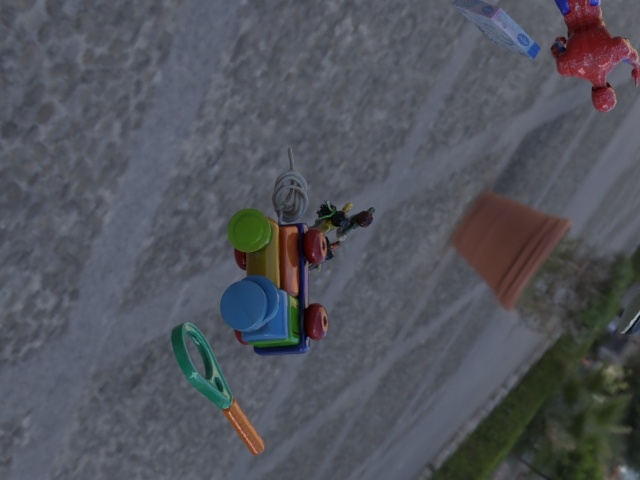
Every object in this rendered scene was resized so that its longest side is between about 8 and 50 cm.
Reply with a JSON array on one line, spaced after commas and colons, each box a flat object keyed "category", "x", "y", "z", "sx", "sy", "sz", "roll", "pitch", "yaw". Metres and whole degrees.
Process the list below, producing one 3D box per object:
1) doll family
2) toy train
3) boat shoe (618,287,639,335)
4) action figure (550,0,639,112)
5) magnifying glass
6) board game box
[{"category": "doll family", "x": 0.000, "y": 0.000, "z": 1.564, "sx": 0.193, "sy": 0.076, "sz": 0.111, "roll": -48, "pitch": -170, "yaw": -21}, {"category": "toy train", "x": -0.060, "y": -0.005, "z": 1.159, "sx": 0.143, "sy": 0.105, "sz": 0.248, "roll": 40, "pitch": 48, "yaw": -69}, {"category": "boat shoe", "x": 0.399, "y": 0.061, "z": 1.237, "sx": 0.133, "sy": 0.042, "sz": 0.049, "roll": -57, "pitch": -174, "yaw": 11}, {"category": "action figure", "x": 0.300, "y": -0.269, "z": 1.205, "sx": 0.091, "sy": 0.280, "sz": 0.139, "roll": -14, "pitch": 165, "yaw": 20}, {"category": "magnifying glass", "x": -0.143, "y": 0.212, "z": 1.489, "sx": 0.026, "sy": 0.231, "sz": 0.092, "roll": -23, "pitch": -156, "yaw": 12}, {"category": "board game box", "x": 0.220, "y": -0.268, "z": 1.319, "sx": 0.090, "sy": 0.090, "sz": 0.020, "roll": 32, "pitch": 95, "yaw": -35}]
